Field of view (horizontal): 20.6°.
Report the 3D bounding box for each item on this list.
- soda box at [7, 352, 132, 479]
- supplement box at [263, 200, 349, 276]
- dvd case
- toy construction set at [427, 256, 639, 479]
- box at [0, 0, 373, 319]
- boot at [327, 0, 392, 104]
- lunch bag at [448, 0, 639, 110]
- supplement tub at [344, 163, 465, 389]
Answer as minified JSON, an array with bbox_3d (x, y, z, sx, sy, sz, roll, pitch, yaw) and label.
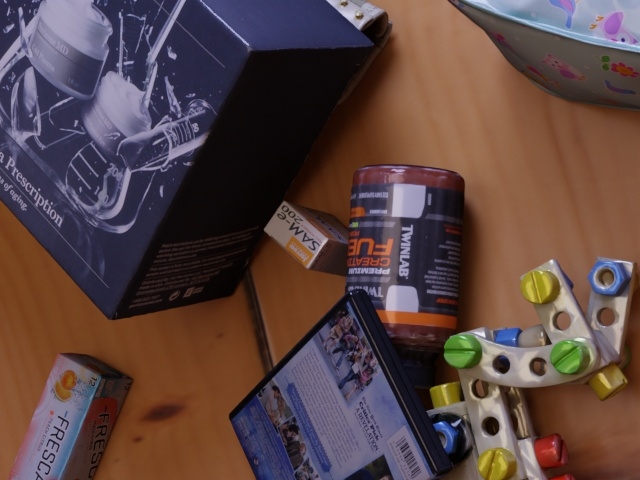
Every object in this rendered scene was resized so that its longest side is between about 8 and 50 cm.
[{"bbox_3d":[-0.259,0.207,1.773,0.063,0.058,0.183,25,97,28],"label":"soda box"},{"bbox_3d":[0.000,0.000,1.637,0.062,0.098,0.036,41,103,25],"label":"supplement box"},{"bbox_3d":[0.011,0.180,1.588,0.253,0.022,0.180,-48,61,47],"label":"dvd case"},{"bbox_3d":[0.196,0.187,1.493,0.215,0.151,0.328,-18,65,25],"label":"toy construction set"},{"bbox_3d":[-0.179,-0.159,1.665,0.343,0.179,0.312,44,120,25],"label":"box"},{"bbox_3d":[0.002,-0.253,1.680,0.165,0.077,0.213,30,105,28],"label":"boot"},{"bbox_3d":[0.225,-0.204,1.473,0.262,0.223,0.160,14,85,30],"label":"lunch bag"},{"bbox_3d":[0.075,0.034,1.590,0.106,0.106,0.198,0,84,28],"label":"supplement tub"}]
